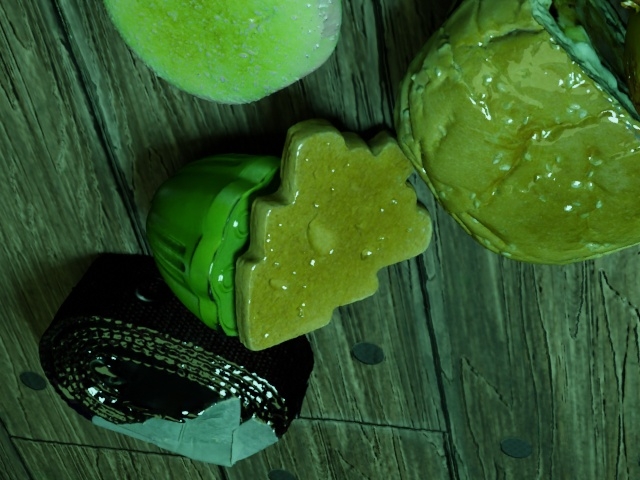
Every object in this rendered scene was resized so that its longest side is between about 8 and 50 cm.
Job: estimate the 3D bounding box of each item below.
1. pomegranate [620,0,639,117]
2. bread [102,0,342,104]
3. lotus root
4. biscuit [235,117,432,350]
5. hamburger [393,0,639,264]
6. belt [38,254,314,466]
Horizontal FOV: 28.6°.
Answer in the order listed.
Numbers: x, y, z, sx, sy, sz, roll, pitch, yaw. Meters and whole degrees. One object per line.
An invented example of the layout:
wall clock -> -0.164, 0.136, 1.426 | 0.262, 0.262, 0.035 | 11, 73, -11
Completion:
pomegranate -> 0.308, -0.150, 0.881 | 0.235, 0.210, 0.210 | 36, 134, -12
bread -> -0.091, -0.208, 1.096 | 0.228, 0.033, 0.228 | 10, 134, 10
lotus root -> -0.105, -0.013, 1.216 | 0.186, 0.186, 0.186 | 11, 135, 11
biscuit -> 0.000, 0.000, 1.157 | 0.212, 0.239, 0.041 | 38, -179, -44
hamburger -> 0.179, -0.090, 1.039 | 0.211, 0.132, 0.309 | -27, 120, 35
belt -> -0.158, 0.140, 1.365 | 0.289, 0.164, 0.184 | 17, 127, 4
